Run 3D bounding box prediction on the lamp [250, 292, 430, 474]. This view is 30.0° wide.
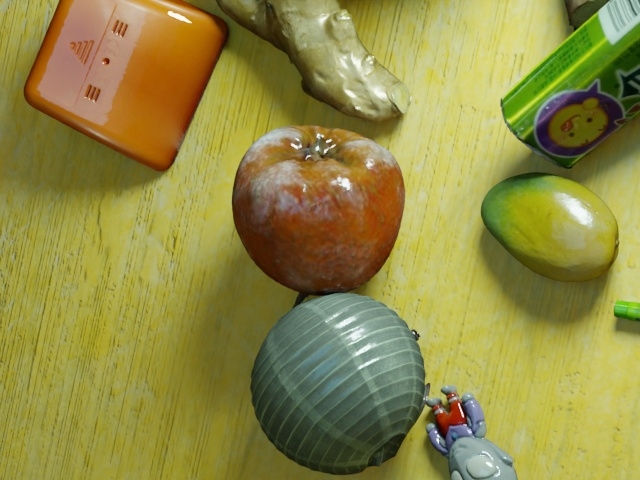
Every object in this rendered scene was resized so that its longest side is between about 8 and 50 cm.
[{"bbox_3d":[0.025,0.196,1.571,0.265,0.233,0.233,-48,67,30],"label":"lamp"}]

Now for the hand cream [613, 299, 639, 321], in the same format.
[{"bbox_3d":[0.429,0.094,1.489,0.122,0.023,0.036,8,78,26],"label":"hand cream"}]

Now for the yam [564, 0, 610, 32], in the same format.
[{"bbox_3d":[0.361,-0.390,1.508,0.129,0.128,0.238,-5,82,-14],"label":"yam"}]

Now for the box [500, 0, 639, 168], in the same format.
[{"bbox_3d":[0.383,-0.230,1.432,0.345,0.134,0.097,-41,34,33],"label":"box"}]

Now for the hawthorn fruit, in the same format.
[{"bbox_3d":[0.010,-0.036,1.610,0.231,0.263,0.235,-44,24,-16],"label":"hawthorn fruit"}]

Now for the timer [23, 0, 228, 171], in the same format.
[{"bbox_3d":[-0.296,-0.267,1.848,0.250,0.161,0.257,26,98,11],"label":"timer"}]

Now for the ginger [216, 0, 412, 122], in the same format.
[{"bbox_3d":[-0.039,-0.324,1.703,0.363,0.122,0.348,1,111,48],"label":"ginger"}]

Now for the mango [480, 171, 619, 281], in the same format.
[{"bbox_3d":[0.293,-0.020,1.536,0.195,0.092,0.130,18,97,36],"label":"mango"}]

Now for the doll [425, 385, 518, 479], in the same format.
[{"bbox_3d":[0.207,0.296,1.562,0.102,0.075,0.227,-45,56,35],"label":"doll"}]
